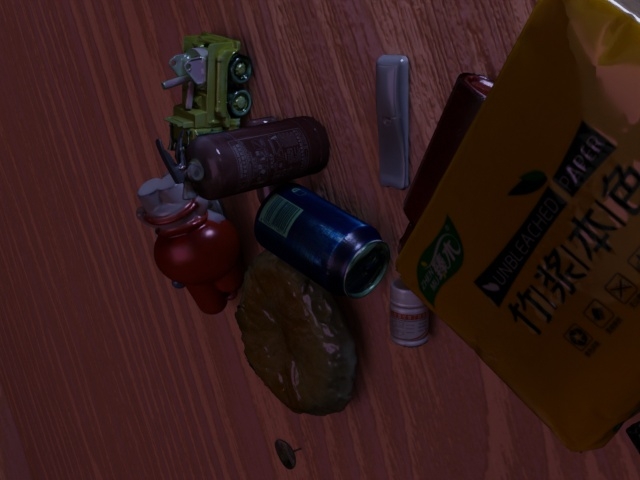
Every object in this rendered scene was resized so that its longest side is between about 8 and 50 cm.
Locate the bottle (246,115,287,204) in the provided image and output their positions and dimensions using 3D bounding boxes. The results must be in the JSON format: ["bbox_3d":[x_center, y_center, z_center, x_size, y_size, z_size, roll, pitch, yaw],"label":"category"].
[{"bbox_3d":[-0.085,-0.129,1.226,0.053,0.053,0.140,5,109,46],"label":"bottle"}]

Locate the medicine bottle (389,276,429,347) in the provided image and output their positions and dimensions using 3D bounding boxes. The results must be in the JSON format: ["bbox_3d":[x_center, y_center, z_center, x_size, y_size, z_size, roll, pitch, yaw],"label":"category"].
[{"bbox_3d":[0.127,0.102,1.081,0.057,0.057,0.089,18,116,43],"label":"medicine bottle"}]

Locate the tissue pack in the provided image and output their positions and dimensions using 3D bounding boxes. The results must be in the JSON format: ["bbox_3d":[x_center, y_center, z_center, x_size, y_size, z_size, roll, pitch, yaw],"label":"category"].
[{"bbox_3d":[0.283,-0.031,0.724,0.293,0.228,0.381,46,138,23],"label":"tissue pack"}]

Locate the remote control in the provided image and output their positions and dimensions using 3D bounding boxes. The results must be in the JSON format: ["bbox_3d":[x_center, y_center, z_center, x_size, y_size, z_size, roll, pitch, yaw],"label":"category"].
[{"bbox_3d":[0.096,-0.159,1.038,0.050,0.027,0.184,16,117,43],"label":"remote control"}]

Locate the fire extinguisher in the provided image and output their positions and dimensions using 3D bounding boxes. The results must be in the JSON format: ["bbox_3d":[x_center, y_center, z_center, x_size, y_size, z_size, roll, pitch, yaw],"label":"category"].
[{"bbox_3d":[-0.114,-0.122,1.096,0.105,0.269,0.104,20,119,42],"label":"fire extinguisher"}]

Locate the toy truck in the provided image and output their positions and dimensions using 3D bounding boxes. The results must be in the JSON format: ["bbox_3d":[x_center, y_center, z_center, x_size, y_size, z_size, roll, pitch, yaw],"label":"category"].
[{"bbox_3d":[-0.203,-0.206,1.265,0.128,0.135,0.259,27,126,39],"label":"toy truck"}]

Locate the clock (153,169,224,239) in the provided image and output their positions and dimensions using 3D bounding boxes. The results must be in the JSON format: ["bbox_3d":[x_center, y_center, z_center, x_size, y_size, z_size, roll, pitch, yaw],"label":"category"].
[{"bbox_3d":[-0.267,-0.026,1.464,0.236,0.053,0.236,21,121,41],"label":"clock"}]

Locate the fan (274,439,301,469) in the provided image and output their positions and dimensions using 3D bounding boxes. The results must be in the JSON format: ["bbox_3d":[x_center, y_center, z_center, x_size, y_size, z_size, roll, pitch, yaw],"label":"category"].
[{"bbox_3d":[-0.059,0.411,1.441,0.080,0.003,0.060,6,109,46],"label":"fan"}]

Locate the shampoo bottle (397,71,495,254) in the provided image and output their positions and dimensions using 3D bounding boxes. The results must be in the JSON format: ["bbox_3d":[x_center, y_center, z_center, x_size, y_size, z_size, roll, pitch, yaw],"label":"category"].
[{"bbox_3d":[0.169,-0.076,0.964,0.102,0.064,0.260,41,132,25],"label":"shampoo bottle"}]

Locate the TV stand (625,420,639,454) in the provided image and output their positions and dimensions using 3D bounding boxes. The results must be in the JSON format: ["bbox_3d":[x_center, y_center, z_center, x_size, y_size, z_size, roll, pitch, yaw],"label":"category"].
[{"bbox_3d":[0.435,0.171,0.787,0.249,0.042,0.036,-41,71,46],"label":"TV stand"}]

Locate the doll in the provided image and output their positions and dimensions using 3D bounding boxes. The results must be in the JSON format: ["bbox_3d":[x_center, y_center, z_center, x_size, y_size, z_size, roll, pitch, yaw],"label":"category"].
[{"bbox_3d":[-0.218,0.014,1.333,0.161,0.129,0.290,-15,126,13],"label":"doll"}]

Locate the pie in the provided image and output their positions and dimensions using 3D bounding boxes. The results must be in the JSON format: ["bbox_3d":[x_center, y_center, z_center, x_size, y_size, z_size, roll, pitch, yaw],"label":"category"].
[{"bbox_3d":[-0.044,0.160,1.278,0.306,0.071,0.306,23,121,44],"label":"pie"}]

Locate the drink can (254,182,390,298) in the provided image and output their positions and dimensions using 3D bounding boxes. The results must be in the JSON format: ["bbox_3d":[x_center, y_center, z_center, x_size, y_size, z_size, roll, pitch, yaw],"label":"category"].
[{"bbox_3d":[0.000,0.000,1.135,0.205,0.118,0.118,34,127,36],"label":"drink can"}]
